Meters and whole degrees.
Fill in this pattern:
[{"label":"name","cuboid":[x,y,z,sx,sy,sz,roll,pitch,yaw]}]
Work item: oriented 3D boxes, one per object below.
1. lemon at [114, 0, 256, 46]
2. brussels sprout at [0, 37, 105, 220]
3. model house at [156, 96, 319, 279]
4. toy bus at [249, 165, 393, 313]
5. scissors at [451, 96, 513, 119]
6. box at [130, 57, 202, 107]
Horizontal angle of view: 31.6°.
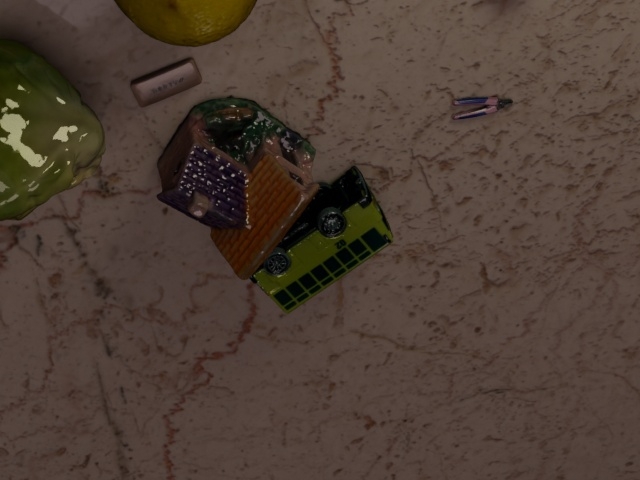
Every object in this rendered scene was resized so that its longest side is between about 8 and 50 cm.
[{"label":"lemon","cuboid":[-0.202,-0.426,1.670,0.261,0.260,0.284,6,142,-15]},{"label":"brussels sprout","cuboid":[-0.516,-0.157,1.738,0.344,0.344,0.268,17,151,-21]},{"label":"model house","cuboid":[-0.129,-0.092,1.889,0.237,0.237,0.202,34,110,-27]},{"label":"toy bus","cuboid":[0.000,0.000,2.038,0.262,0.128,0.150,-34,122,10]},{"label":"scissors","cuboid":[0.290,-0.240,2.025,0.113,0.012,0.039,-7,122,-8]},{"label":"box","cuboid":[-0.257,-0.263,1.884,0.115,0.025,0.048,-22,124,0]}]
